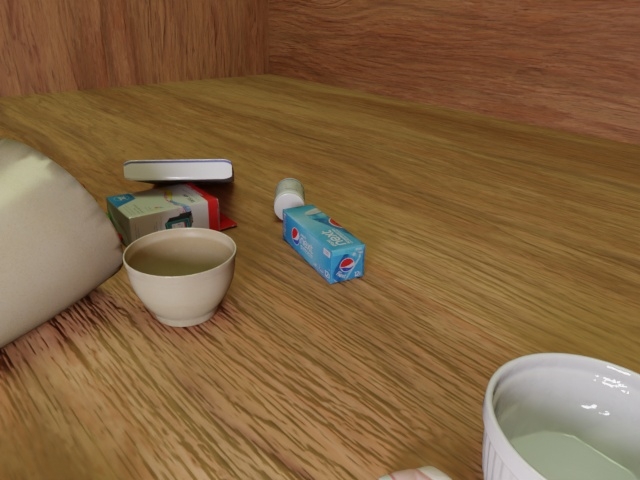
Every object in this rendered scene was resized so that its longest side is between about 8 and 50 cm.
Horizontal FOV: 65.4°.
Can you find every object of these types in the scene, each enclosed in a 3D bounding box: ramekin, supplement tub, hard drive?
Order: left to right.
[{"bbox_3d":[-0.309,-0.155,1.155,0.210,0.040,0.319,-2,5,-9],"label":"hard drive"},{"bbox_3d":[-0.070,-0.094,1.138,0.071,0.071,0.107,0,27,-3],"label":"supplement tub"},{"bbox_3d":[0.255,0.214,0.478,0.207,0.109,0.207,2,26,-1],"label":"ramekin"}]

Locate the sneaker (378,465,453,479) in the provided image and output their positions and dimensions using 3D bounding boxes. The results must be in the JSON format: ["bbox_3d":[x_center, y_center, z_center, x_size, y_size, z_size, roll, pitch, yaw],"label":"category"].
[{"bbox_3d":[0.108,0.256,0.444,0.070,0.051,0.134,-11,24,-14],"label":"sneaker"}]

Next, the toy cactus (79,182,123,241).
[{"bbox_3d":[-0.483,-0.018,0.937,0.181,0.112,0.219,-29,47,-31],"label":"toy cactus"}]

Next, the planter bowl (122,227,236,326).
[{"bbox_3d":[-0.207,0.061,0.761,0.162,0.109,0.162,1,26,-1],"label":"planter bowl"}]

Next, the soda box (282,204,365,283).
[{"bbox_3d":[0.000,0.000,0.952,0.071,0.067,0.210,-11,29,-25],"label":"soda box"}]

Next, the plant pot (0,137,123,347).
[{"bbox_3d":[-0.460,0.044,0.662,0.257,0.256,0.274,13,45,22],"label":"plant pot"}]

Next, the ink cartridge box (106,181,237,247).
[{"bbox_3d":[-0.304,-0.058,1.038,0.231,0.078,0.134,-18,32,-36],"label":"ink cartridge box"}]
